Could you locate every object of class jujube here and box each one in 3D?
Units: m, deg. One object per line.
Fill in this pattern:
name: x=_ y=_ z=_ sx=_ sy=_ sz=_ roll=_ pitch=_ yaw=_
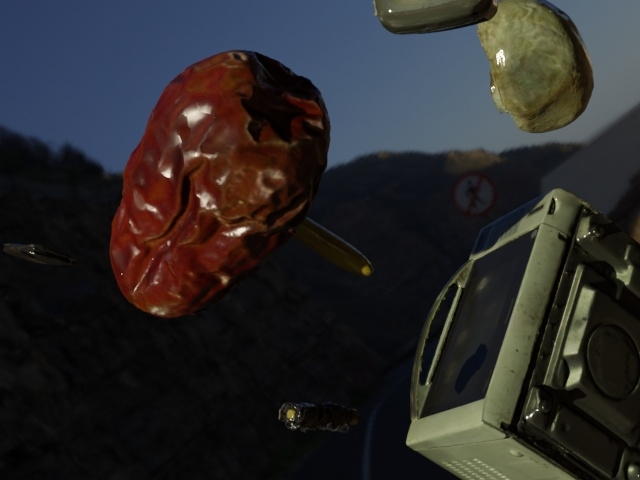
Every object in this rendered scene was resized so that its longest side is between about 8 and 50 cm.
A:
jujube: x=-0.133 y=-0.056 z=1.223 sx=0.216 sy=0.216 sz=0.342 roll=-32 pitch=-20 yaw=-55

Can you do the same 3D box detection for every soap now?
soap: x=0.000 y=0.000 z=1.445 sx=0.033 sy=0.168 sz=0.089 roll=-57 pitch=0 yaw=-13

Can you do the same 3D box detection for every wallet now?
wallet: x=-0.450 y=0.022 z=1.674 sx=0.156 sy=0.082 sz=0.018 roll=1 pitch=74 yaw=54

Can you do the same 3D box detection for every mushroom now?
mushroom: x=0.398 y=-0.313 z=1.917 sx=0.189 sy=0.267 sz=0.164 roll=-12 pitch=21 yaw=15

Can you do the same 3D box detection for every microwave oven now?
microwave oven: x=0.349 y=0.176 z=1.547 sx=0.247 sy=0.333 sz=0.394 roll=-26 pitch=35 yaw=56

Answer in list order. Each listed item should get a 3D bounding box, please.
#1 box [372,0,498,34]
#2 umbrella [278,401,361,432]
box: x=0.131 y=-0.349 z=1.237 sx=0.147 sy=0.210 sz=0.129 roll=-7 pitch=2 yaw=20
umbrella: x=0.002 y=0.214 z=1.271 sx=0.040 sy=0.037 sz=0.144 roll=-15 pitch=-17 yaw=31
